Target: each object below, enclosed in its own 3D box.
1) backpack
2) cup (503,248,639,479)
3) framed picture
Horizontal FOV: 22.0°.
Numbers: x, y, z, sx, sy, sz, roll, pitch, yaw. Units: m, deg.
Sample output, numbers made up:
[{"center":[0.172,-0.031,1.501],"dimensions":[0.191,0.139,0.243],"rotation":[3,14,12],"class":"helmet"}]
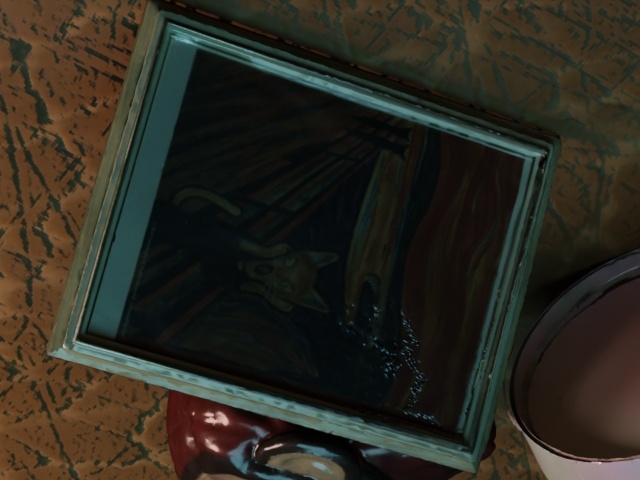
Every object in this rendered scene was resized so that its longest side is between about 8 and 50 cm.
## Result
[{"center":[0.010,0.111,1.079],"dimensions":[0.229,0.139,0.229],"rotation":[1,168,0],"class":"backpack"},{"center":[0.264,0.157,1.076],"dimensions":[0.253,0.253,0.274],"rotation":[-22,125,21],"class":"cup"},{"center":[0.000,0.000,0.956],"dimensions":[0.273,0.216,0.016],"rotation":[16,172,-17],"class":"framed picture"}]
